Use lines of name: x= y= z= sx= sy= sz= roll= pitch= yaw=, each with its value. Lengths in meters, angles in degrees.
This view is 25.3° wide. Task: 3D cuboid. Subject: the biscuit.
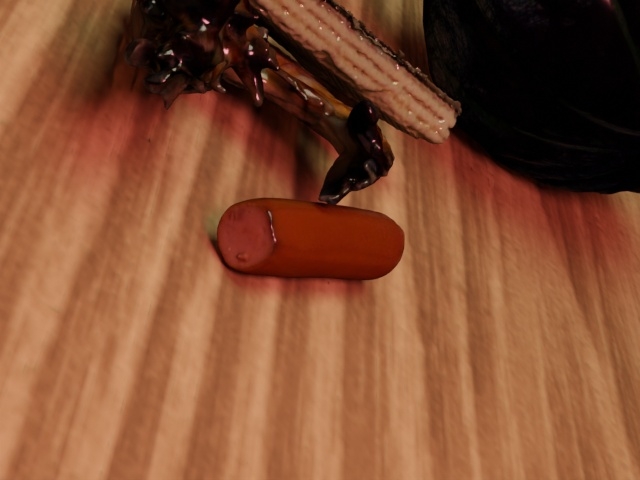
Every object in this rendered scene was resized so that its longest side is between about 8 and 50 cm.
biscuit: x=-0.007 y=-0.133 z=0.897 sx=0.199 sy=0.041 sz=0.121 roll=34 pitch=3 yaw=-37

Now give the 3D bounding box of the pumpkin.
pumpkin: x=0.260 y=-0.189 z=1.074 sx=0.363 sy=0.363 sz=0.266 roll=17 pitch=54 yaw=-44

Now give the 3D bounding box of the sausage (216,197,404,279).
sausage: x=0.000 y=0.000 z=0.762 sx=0.131 sy=0.039 sz=0.041 roll=4 pitch=72 yaw=-52

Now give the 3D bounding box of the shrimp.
shrimp: x=-0.031 y=-0.082 z=0.769 sx=0.178 sy=0.075 sz=0.289 roll=33 pitch=2 yaw=-10
